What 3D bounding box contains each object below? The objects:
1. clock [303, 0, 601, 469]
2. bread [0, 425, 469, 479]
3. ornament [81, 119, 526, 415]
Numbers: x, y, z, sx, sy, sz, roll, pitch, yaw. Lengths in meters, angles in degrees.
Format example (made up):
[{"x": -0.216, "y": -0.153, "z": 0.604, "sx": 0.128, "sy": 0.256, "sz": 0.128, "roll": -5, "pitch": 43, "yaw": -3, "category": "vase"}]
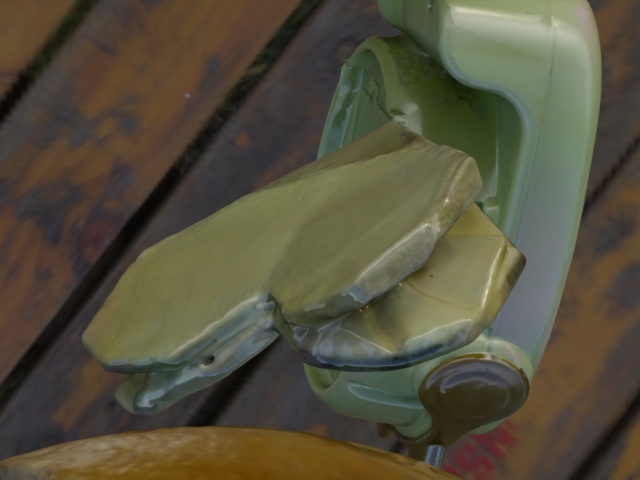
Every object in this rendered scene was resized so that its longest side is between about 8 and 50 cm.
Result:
[{"x": 0.067, "y": -0.012, "z": 1.244, "sx": 0.117, "sy": 0.286, "sz": 0.348, "roll": 8, "pitch": 105, "yaw": -12, "category": "clock"}, {"x": 0.026, "y": 0.185, "z": 0.421, "sx": 0.192, "sy": 0.171, "sz": 0.314, "roll": -4, "pitch": 68, "yaw": -3, "category": "bread"}, {"x": 0.000, "y": 0.000, "z": 0.881, "sx": 0.201, "sy": 0.180, "sz": 0.059, "roll": -14, "pitch": 120, "yaw": 35, "category": "ornament"}]
